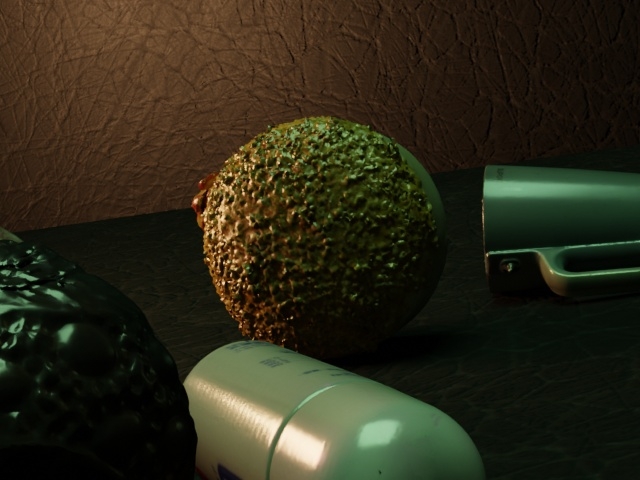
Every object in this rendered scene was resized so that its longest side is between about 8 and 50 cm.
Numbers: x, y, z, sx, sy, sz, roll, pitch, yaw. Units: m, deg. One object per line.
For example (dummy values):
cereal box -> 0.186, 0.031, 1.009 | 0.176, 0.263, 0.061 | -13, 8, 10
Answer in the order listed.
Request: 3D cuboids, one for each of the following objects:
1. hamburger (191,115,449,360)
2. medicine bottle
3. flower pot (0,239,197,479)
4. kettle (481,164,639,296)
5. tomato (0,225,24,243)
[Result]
hamburger -> 0.000, 0.000, 1.675 | 0.294, 0.276, 0.179 | -20, -5, 30
medicine bottle -> 0.004, 0.157, 1.079 | 0.130, 0.130, 0.341 | -13, 9, -22
flower pot -> -0.253, 0.166, 0.962 | 0.266, 0.267, 0.267 | -4, 21, 33
kettle -> 0.321, -0.005, 1.813 | 0.243, 0.160, 0.210 | -2, 29, 13
tomato -> -0.414, 0.115, 1.484 | 0.338, 0.338, 0.144 | -18, -26, -43
